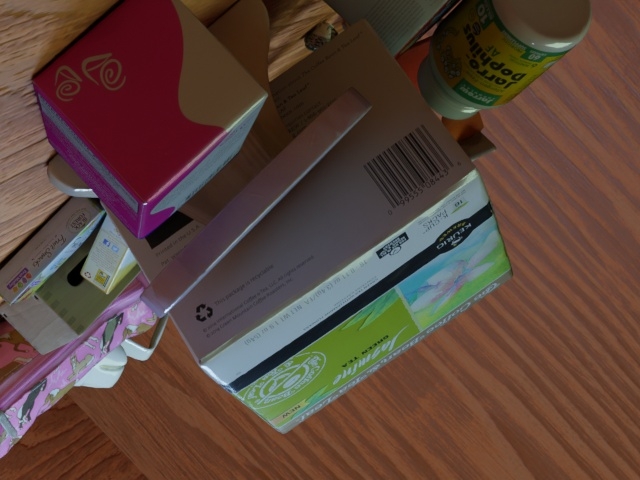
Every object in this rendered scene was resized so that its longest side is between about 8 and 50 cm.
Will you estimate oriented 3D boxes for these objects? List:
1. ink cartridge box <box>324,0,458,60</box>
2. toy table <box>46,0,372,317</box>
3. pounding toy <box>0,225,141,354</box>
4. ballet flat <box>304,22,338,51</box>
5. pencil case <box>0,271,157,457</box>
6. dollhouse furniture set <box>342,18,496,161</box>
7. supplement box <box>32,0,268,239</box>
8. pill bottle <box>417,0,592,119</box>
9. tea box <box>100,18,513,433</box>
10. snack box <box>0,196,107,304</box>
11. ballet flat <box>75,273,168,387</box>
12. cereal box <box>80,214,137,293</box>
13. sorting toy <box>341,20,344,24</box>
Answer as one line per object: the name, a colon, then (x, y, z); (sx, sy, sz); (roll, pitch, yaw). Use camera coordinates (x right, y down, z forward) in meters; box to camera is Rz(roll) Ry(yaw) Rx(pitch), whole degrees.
ink cartridge box: (0.170, -0.367, 1.429); (0.272, 0.130, 0.309); (-46, -178, -33)
toy table: (-0.098, -0.084, 1.203); (0.274, 0.161, 0.252); (-45, -178, -33)
pounding toy: (-0.308, 0.044, 1.676); (0.181, 0.094, 0.206); (-50, -166, -32)
ballet flat: (0.002, -0.296, 1.974); (0.041, 0.041, 0.114); (-43, -178, 16)
pencil case: (-0.385, 0.159, 1.827); (0.386, 0.167, 0.160); (-45, 150, -44)
dollhouse furniture set: (0.075, -0.180, 1.653); (0.259, 0.262, 0.135); (-25, -152, -6)
supplement box: (-0.122, -0.085, 0.971); (0.111, 0.114, 0.220); (-43, -177, -11)
pill bottle: (0.188, -0.213, 1.468); (0.117, 0.117, 0.208); (-44, -178, -32)
tea box: (0.000, 0.000, 1.454); (0.329, 0.220, 0.323); (-35, 156, 1)
snack box: (-0.291, 0.006, 1.484); (0.141, 0.037, 0.100); (-46, -177, 0)
ballet flat: (-0.347, 0.131, 2.195); (0.164, 0.182, 0.483); (-41, -178, 31)
cereal box: (-0.174, -0.067, 1.521); (0.173, 0.047, 0.240); (-51, 176, -46)
sorting toy: (0.154, -0.406, 2.194); (0.255, 0.089, 0.257); (-43, -179, 20)
